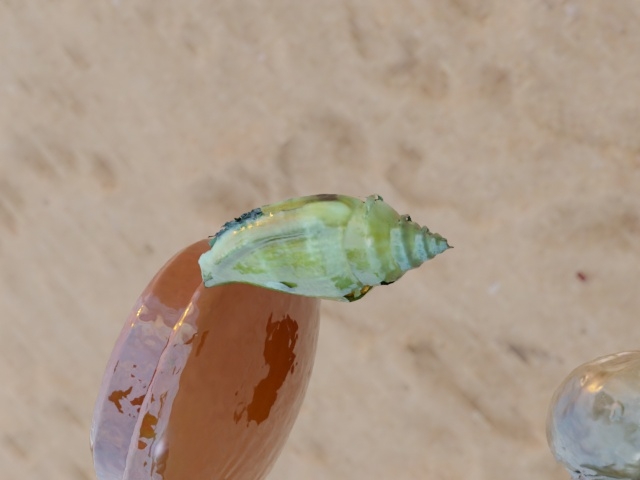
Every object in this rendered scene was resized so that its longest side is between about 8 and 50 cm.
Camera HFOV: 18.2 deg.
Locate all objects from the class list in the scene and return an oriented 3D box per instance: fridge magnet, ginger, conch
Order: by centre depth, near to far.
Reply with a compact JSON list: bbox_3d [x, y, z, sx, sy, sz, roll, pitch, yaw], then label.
[{"bbox_3d":[0.002,0.004,1.530,0.200,0.079,0.095,-4,139,4],"label":"conch"},{"bbox_3d":[-0.108,0.145,1.972,0.155,0.363,0.363,22,148,17],"label":"fridge magnet"},{"bbox_3d":[0.335,0.276,2.211,0.244,0.155,0.304,-13,83,60],"label":"ginger"}]
